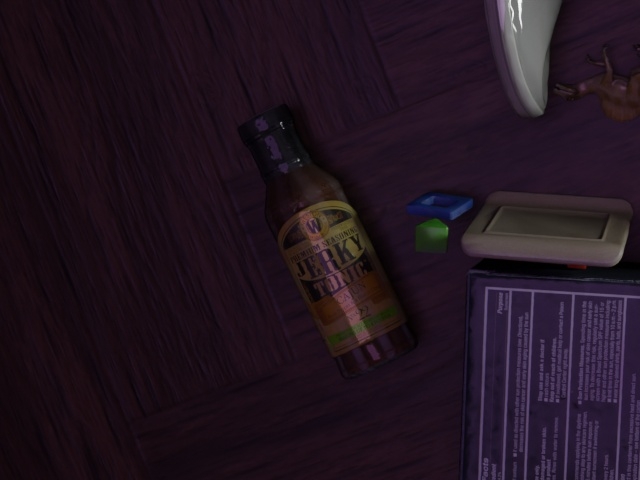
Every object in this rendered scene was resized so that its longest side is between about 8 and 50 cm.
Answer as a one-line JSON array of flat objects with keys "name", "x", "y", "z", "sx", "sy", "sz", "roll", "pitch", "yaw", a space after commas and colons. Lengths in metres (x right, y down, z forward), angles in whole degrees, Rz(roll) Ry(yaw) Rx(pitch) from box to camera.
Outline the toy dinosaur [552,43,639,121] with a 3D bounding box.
[{"name": "toy dinosaur", "x": 0.371, "y": -0.181, "z": 1.817, "sx": 0.183, "sy": 0.053, "sz": 0.092, "roll": 18, "pitch": 116, "yaw": 20}]

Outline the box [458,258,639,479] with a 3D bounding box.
[{"name": "box", "x": 0.321, "y": 0.174, "z": 1.791, "sx": 0.294, "sy": 0.183, "sz": 0.296, "roll": 4, "pitch": 97, "yaw": 13}]

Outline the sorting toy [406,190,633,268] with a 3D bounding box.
[{"name": "sorting toy", "x": 0.267, "y": -0.004, "z": 1.785, "sx": 0.348, "sy": 0.196, "sz": 0.047, "roll": 4, "pitch": 109, "yaw": 14}]

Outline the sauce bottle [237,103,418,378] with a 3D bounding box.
[{"name": "sauce bottle", "x": 0.000, "y": 0.000, "z": 1.894, "sx": 0.111, "sy": 0.111, "sz": 0.344, "roll": -28, "pitch": 89, "yaw": 16}]

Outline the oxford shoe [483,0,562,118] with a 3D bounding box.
[{"name": "oxford shoe", "x": 0.252, "y": -0.366, "z": 1.765, "sx": 0.130, "sy": 0.169, "sz": 0.449, "roll": -1, "pitch": 91, "yaw": 13}]
